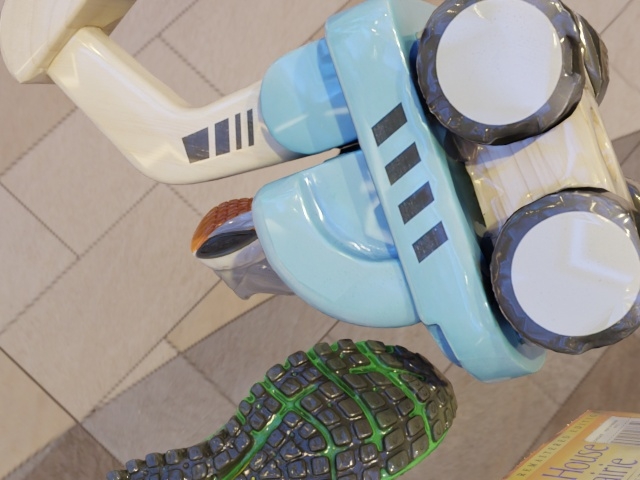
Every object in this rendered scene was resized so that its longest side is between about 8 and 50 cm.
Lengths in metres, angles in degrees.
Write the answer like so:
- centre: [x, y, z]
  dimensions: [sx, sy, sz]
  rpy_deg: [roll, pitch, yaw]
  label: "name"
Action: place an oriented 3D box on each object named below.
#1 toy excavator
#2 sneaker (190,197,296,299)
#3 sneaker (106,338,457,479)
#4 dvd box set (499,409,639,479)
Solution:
- centre: [-0.005, -0.076, 0.817]
  dimensions: [0.445, 0.222, 0.432]
  rpy_deg: [-20, 91, 20]
  label: "toy excavator"
- centre: [0.000, 0.000, 1.149]
  dimensions: [0.263, 0.121, 0.099]
  rpy_deg: [-10, 49, 20]
  label: "sneaker"
- centre: [-0.040, 0.201, 0.935]
  dimensions: [0.344, 0.146, 0.134]
  rpy_deg: [-26, 64, 1]
  label: "sneaker"
- centre: [0.357, 0.205, 0.790]
  dimensions: [0.420, 0.308, 0.062]
  rpy_deg: [-1, 96, 31]
  label: "dvd box set"
